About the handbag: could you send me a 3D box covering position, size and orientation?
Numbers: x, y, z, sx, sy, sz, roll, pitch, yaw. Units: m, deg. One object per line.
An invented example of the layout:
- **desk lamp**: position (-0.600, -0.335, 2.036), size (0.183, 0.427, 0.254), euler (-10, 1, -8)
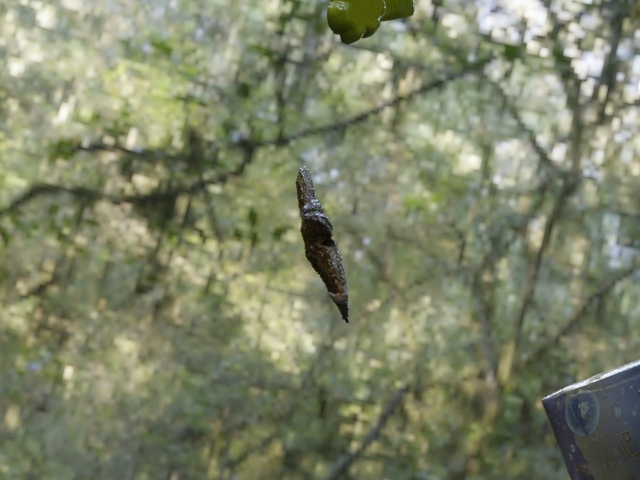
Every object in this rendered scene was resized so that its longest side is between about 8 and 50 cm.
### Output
- **handbag**: position (0.311, 0.179, 1.559), size (0.095, 0.117, 0.173), euler (-12, -13, -41)

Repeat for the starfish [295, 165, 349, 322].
- **starfish**: position (-0.001, 0.000, 1.990), size (0.043, 0.240, 0.227), euler (-12, -38, -1)

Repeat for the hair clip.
- **hair clip**: position (0.063, -0.293, 2.033), size (0.046, 0.072, 0.173), euler (-3, 11, 34)
